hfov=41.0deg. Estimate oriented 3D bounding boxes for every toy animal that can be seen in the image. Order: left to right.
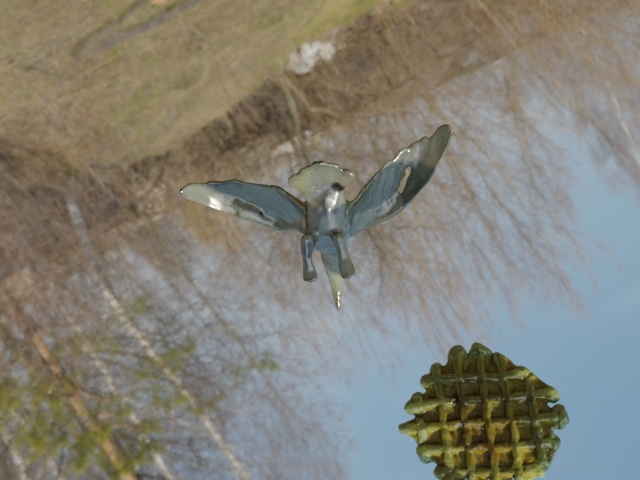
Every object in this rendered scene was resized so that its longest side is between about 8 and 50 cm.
[{"bbox_3d":[0.000,0.000,0.671,0.219,0.155,0.095,-5,-160,5],"label":"toy animal"}]

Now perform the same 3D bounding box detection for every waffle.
[{"bbox_3d":[0.189,0.216,1.009,0.169,0.183,0.036,-54,149,-2],"label":"waffle"}]
